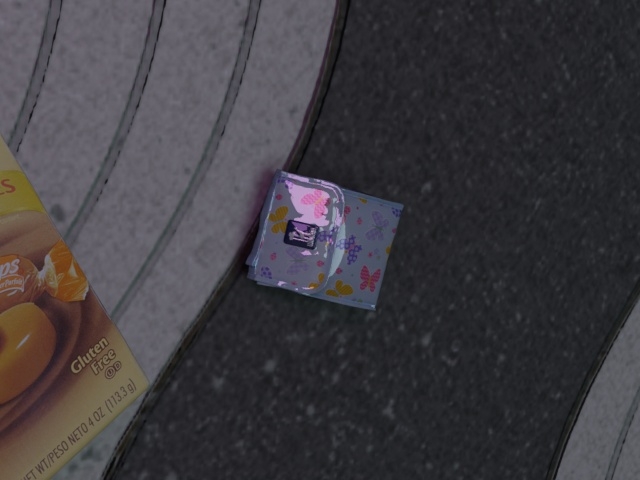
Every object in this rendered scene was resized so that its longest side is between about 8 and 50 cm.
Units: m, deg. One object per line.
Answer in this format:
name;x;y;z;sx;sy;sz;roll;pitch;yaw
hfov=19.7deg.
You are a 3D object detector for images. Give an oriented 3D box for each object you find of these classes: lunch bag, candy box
lunch bag;0.000;0.000;1.104;0.083;0.053;0.071;17;89;-32
candy box;-0.252;0.098;0.893;0.316;0.087;0.183;-42;125;-23
